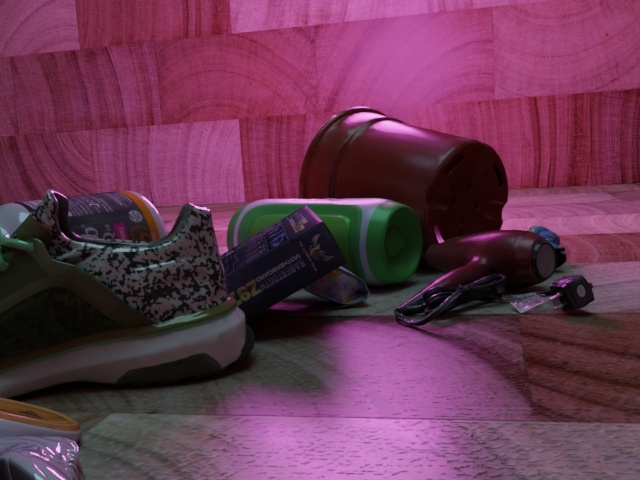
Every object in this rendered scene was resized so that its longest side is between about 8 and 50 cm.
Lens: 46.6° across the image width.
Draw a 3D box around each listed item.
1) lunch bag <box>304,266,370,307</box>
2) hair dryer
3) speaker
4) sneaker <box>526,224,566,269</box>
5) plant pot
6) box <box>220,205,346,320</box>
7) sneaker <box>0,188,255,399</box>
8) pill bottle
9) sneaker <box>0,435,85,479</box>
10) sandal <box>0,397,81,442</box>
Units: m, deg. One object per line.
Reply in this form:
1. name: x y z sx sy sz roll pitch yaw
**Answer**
1. lunch bag: 0.018 0.057 0.962 0.083 0.053 0.071 21 1 -14
2. hair dryer: 0.193 0.034 0.949 0.223 0.080 0.293 -4 7 -1
3. speaker: 0.000 0.000 1.121 0.296 0.131 0.131 2 9 38
4. sneaker: 0.333 0.024 1.114 0.073 0.063 0.162 20 23 27
5. plant pot: 0.151 -0.081 1.254 0.272 0.273 0.265 -10 17 -39
6. box: -0.072 0.033 0.906 0.183 0.059 0.233 -31 9 -2
7. sneaker: -0.272 0.044 0.696 0.410 0.182 0.158 -6 8 -15
8. pill bottle: -0.359 0.022 1.005 0.162 0.162 0.278 2 10 40
9. sneaker: -0.160 0.137 0.428 0.061 0.054 0.152 -6 7 -42
10. sandal: -0.276 0.078 0.487 0.265 0.076 0.102 24 -14 -40
